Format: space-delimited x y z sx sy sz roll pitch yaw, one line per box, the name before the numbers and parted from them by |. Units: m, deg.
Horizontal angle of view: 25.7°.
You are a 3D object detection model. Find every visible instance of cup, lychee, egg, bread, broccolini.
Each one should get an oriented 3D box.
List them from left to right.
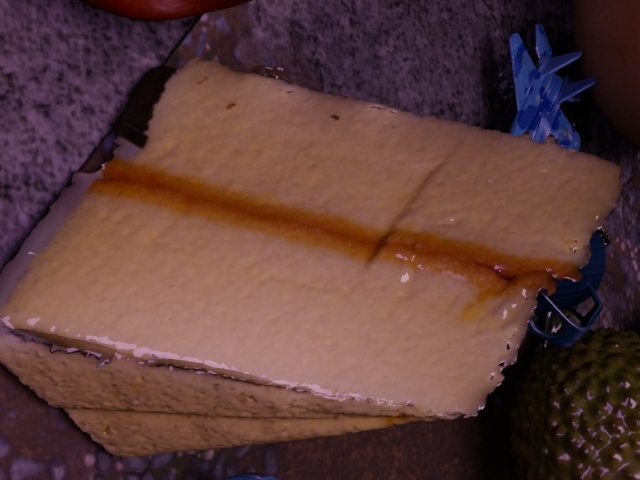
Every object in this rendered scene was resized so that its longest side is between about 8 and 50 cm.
bread | 0.000 0.000 1.144 0.242 0.405 0.345 59 36 -38
cup | 0.234 0.037 1.501 0.155 0.131 0.176 -3 51 -51
broccolini | 0.287 0.066 1.614 0.091 0.068 0.202 42 57 -58
lychee | 0.340 0.246 1.521 0.320 0.270 0.270 49 45 12
egg | 0.445 -0.249 1.628 0.374 0.301 0.301 53 50 -51

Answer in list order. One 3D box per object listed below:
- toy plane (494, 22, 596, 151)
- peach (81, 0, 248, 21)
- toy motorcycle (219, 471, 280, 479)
toy plane | 0.224 -0.125 1.562 0.169 0.078 0.246 53 59 -29
peach | -0.106 -0.295 1.163 0.275 0.245 0.248 4 111 -56
toy motorcycle | -0.080 0.307 1.174 0.182 0.124 0.272 54 50 -41
